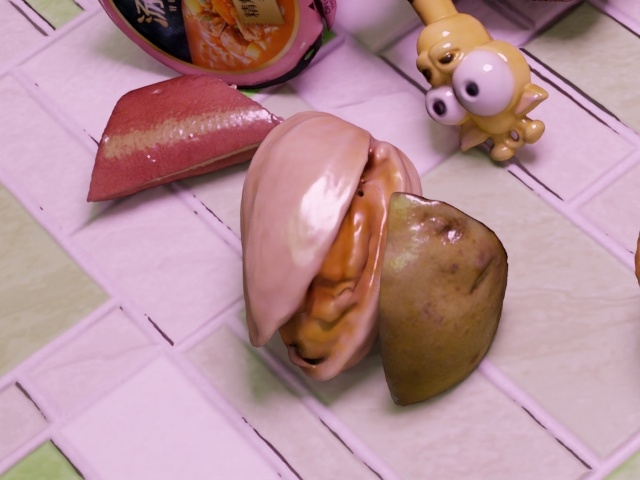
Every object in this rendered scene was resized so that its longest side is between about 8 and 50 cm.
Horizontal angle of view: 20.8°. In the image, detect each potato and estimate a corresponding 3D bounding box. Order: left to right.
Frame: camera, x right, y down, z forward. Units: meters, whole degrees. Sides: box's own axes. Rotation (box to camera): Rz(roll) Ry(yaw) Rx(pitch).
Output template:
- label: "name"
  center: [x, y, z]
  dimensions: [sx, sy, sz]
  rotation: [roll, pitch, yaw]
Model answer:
- label: "potato"
  center: [0.095, 0.051, 1.371]
  dimensions: [0.081, 0.149, 0.120]
  rotation: [4, 56, 22]

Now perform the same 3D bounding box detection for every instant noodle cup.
- label: "instant noodle cup"
  center: [-0.064, -0.309, 1.643]
  dimensions: [0.244, 0.244, 0.255]
  rotation: [11, 49, 19]

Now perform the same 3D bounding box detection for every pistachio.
- label: "pistachio"
  center: [0.000, 0.000, 1.435]
  dimensions: [0.157, 0.157, 0.229]
  rotation: [4, 60, 15]

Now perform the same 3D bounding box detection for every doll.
- label: "doll"
  center: [0.098, -0.201, 1.518]
  dimensions: [0.086, 0.117, 0.291]
  rotation: [-29, 90, -44]

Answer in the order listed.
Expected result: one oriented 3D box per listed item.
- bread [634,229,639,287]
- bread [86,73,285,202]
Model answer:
- label: "bread"
  center: [0.370, 0.027, 1.342]
  dimensions: [0.244, 0.134, 0.244]
  rotation: [-6, 55, 9]
- label: "bread"
  center: [-0.132, -0.104, 1.584]
  dimensions: [0.192, 0.067, 0.119]
  rotation: [-19, 52, -3]
